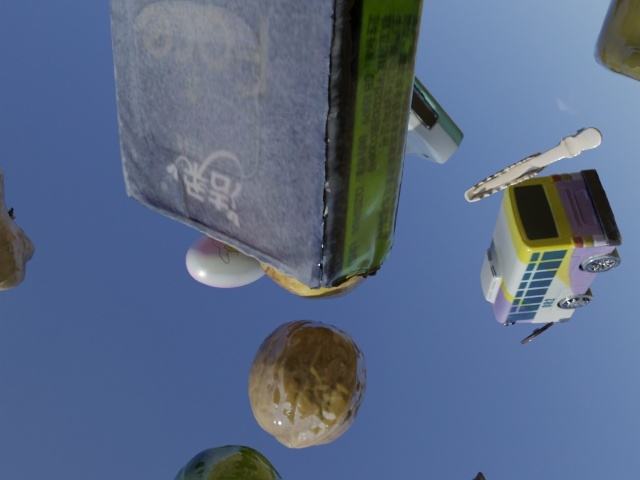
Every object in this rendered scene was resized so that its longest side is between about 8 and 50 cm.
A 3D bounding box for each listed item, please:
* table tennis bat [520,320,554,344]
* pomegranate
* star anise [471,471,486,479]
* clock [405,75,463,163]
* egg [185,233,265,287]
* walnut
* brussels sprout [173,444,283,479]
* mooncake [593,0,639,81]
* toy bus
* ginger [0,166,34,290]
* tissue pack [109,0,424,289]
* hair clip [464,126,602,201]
[{"bbox_3d":[0.289,0.123,0.737,0.007,0.050,0.083,56,-168,18],"label":"table tennis bat"},{"bbox_3d":[0.000,0.000,0.975,0.215,0.215,0.215,23,-129,-32],"label":"pomegranate"},{"bbox_3d":[0.265,0.546,0.900,0.257,0.198,0.110,54,-173,18],"label":"star anise"},{"bbox_3d":[0.053,-0.213,0.832,0.262,0.116,0.231,32,-176,-41],"label":"clock"},{"bbox_3d":[-0.259,0.038,1.603,0.271,0.196,0.196,2,-116,-45],"label":"egg"},{"bbox_3d":[-0.022,0.251,0.974,0.228,0.228,0.228,23,-129,-32],"label":"walnut"},{"bbox_3d":[-0.121,0.319,0.676,0.151,0.149,0.122,-29,-87,-18],"label":"brussels sprout"},{"bbox_3d":[0.405,-0.156,0.368,0.378,0.201,0.378,13,-154,-6],"label":"mooncake"},{"bbox_3d":[0.547,0.043,1.382,0.440,0.249,0.209,76,-171,-58],"label":"toy bus"},{"bbox_3d":[-0.503,-0.031,0.823,0.137,0.074,0.213,-73,-21,-73],"label":"ginger"},{"bbox_3d":[-0.055,-0.191,0.448,0.124,0.288,0.394,-22,-55,-43],"label":"tissue pack"},{"bbox_3d":[0.343,-0.122,0.903,0.072,0.226,0.034,-26,-91,-59],"label":"hair clip"}]
